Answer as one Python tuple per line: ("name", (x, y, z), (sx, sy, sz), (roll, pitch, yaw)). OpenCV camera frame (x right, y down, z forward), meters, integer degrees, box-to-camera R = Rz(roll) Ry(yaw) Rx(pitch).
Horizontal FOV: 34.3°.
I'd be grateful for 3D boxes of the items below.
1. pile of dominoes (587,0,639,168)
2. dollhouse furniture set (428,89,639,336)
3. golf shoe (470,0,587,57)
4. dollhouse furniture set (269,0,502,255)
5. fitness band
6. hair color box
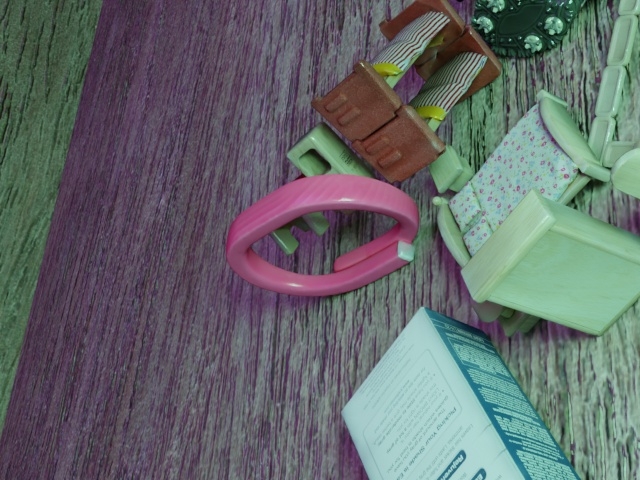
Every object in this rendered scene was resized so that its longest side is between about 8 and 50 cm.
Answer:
("pile of dominoes", (0.385, -0.191, 1.091), (0.196, 0.040, 0.251), (12, 89, 59))
("dollhouse furniture set", (0.214, -0.088, 1.115), (0.303, 0.173, 0.356), (-52, 37, 29))
("golf shoe", (0.296, -0.320, 1.263), (0.120, 0.105, 0.273), (-51, 10, -36))
("dollhouse furniture set", (0.046, -0.154, 1.409), (0.374, 0.152, 0.201), (-32, 16, 50))
("fitness band", (0.000, 0.000, 1.385), (0.291, 0.209, 0.054), (-30, 48, 46))
("hair color box", (0.154, 0.246, 1.079), (0.174, 0.105, 0.347), (-55, 32, 21))
